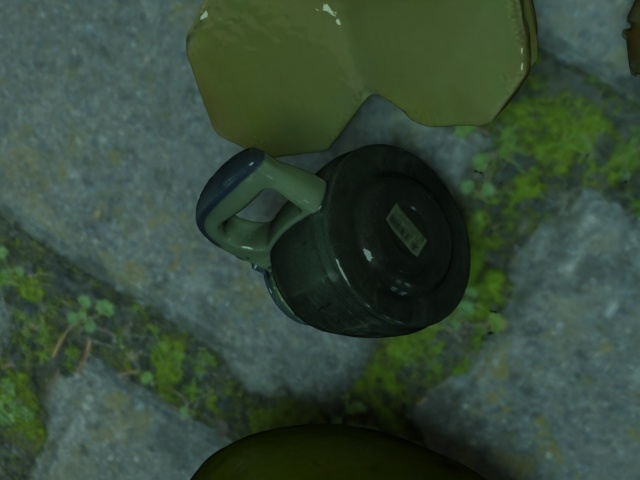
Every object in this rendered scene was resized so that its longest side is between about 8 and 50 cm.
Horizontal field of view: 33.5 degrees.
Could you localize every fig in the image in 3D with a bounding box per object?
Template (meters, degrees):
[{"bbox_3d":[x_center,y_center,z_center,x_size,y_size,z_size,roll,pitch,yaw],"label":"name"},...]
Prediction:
[{"bbox_3d":[0.029,0.203,0.659,0.225,0.203,0.203,-15,104,-17],"label":"fig"}]

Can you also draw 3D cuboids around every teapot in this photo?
[{"bbox_3d":[0.004,0.010,0.622,0.108,0.149,0.111,-27,71,47],"label":"teapot"}]

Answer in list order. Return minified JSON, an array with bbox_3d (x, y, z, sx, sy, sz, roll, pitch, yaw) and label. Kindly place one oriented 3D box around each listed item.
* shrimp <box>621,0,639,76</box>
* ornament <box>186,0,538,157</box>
[{"bbox_3d":[0.244,-0.081,0.571,0.099,0.041,0.180,-45,88,10],"label":"shrimp"},{"bbox_3d":[0.013,-0.142,0.599,0.201,0.059,0.180,-7,115,20],"label":"ornament"}]
